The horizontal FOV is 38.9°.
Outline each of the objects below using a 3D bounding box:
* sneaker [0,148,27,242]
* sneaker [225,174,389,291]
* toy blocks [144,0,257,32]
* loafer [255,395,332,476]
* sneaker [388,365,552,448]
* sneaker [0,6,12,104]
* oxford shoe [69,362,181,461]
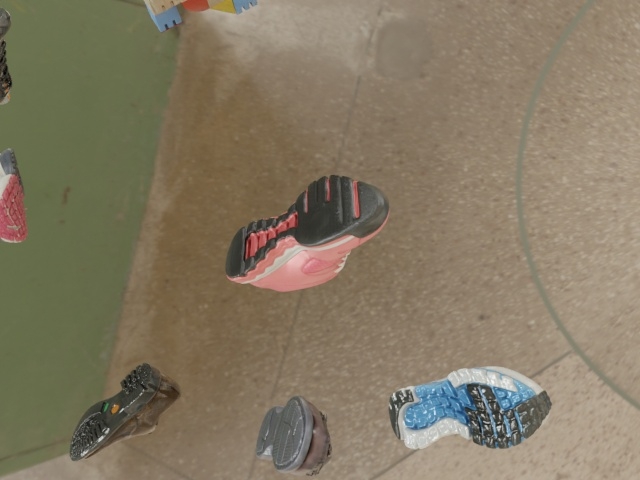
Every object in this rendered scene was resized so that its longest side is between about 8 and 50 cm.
[{"bbox_3d":[-0.619,-0.075,1.711,0.299,0.111,0.121,-128,28,-59],"label":"sneaker"},{"bbox_3d":[0.000,0.000,1.379,0.313,0.136,0.116,-23,51,39],"label":"sneaker"},{"bbox_3d":[-0.201,-0.525,1.686,0.381,0.261,0.191,-30,62,-8],"label":"toy blocks"},{"bbox_3d":[-0.021,0.290,1.324,0.095,0.302,0.109,19,76,-11],"label":"loafer"},{"bbox_3d":[0.142,0.140,0.806,0.190,0.082,0.072,-19,86,58],"label":"sneaker"},{"bbox_3d":[-0.553,-0.288,1.505,0.271,0.108,0.100,-40,33,47],"label":"sneaker"},{"bbox_3d":[-0.306,0.288,1.422,0.227,0.096,0.083,-37,41,23],"label":"oxford shoe"}]
